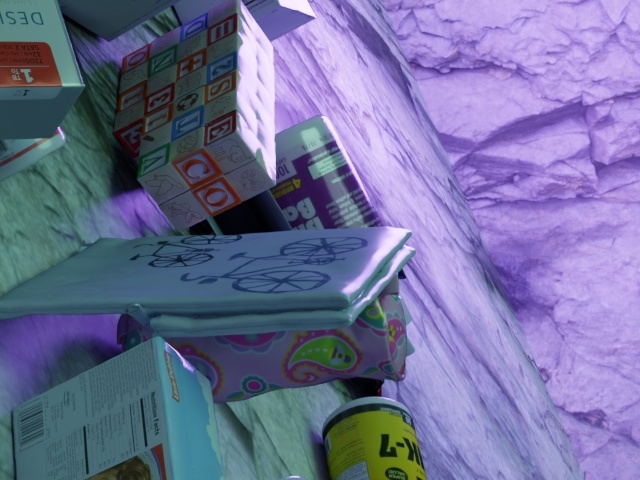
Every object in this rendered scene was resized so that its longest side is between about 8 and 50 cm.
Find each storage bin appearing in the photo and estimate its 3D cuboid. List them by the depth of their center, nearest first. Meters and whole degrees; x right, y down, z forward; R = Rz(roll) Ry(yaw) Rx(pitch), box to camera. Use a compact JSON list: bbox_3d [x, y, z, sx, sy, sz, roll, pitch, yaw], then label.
[{"bbox_3d":[-0.103,-0.019,1.966,0.135,0.098,0.091,59,-12,-16],"label":"storage bin"}]

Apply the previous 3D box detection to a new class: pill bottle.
[{"bbox_3d":[-0.310,-0.139,1.460,0.160,0.087,0.087,61,15,-10],"label":"pill bottle"},{"bbox_3d":[0.074,0.306,1.942,0.119,0.119,0.208,48,21,-44],"label":"pill bottle"},{"bbox_3d":[0.000,0.000,2.100,0.301,0.169,0.169,63,15,-2],"label":"pill bottle"}]

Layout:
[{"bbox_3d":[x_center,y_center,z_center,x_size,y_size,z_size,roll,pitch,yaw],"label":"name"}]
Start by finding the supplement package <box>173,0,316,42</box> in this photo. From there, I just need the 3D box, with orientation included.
[{"bbox_3d":[-0.135,-0.392,2.328,0.203,0.149,0.194,65,15,5],"label":"supplement package"}]

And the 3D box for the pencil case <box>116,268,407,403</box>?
[{"bbox_3d":[-0.054,0.094,1.551,0.124,0.284,0.124,-8,90,-82],"label":"pencil case"}]

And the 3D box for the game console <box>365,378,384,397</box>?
[{"bbox_3d":[0.052,0.184,2.269,0.124,0.085,0.144,27,25,-11],"label":"game console"}]

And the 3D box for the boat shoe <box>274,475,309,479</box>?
[{"bbox_3d":[-0.018,0.314,1.726,0.183,0.065,0.083,37,29,-60],"label":"boat shoe"}]

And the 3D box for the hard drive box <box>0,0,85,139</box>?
[{"bbox_3d":[-0.326,-0.203,1.354,0.181,0.089,0.232,-5,64,-35],"label":"hard drive box"}]

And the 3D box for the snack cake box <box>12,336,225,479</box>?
[{"bbox_3d":[-0.154,0.226,1.257,0.089,0.152,0.264,48,22,-46],"label":"snack cake box"}]

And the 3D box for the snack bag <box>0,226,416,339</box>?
[{"bbox_3d":[-0.104,0.036,1.449,0.323,0.342,0.037,-44,131,-73],"label":"snack bag"}]

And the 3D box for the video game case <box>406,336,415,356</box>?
[{"bbox_3d":[0.065,0.059,2.381,0.206,0.026,0.227,60,0,-14],"label":"video game case"}]

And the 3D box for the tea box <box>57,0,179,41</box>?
[{"bbox_3d":[-0.214,-0.471,1.858,0.220,0.329,0.324,29,36,-64],"label":"tea box"}]

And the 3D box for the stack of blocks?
[{"bbox_3d":[-0.147,-0.144,1.846,0.087,0.171,0.297,54,19,-33],"label":"stack of blocks"}]
